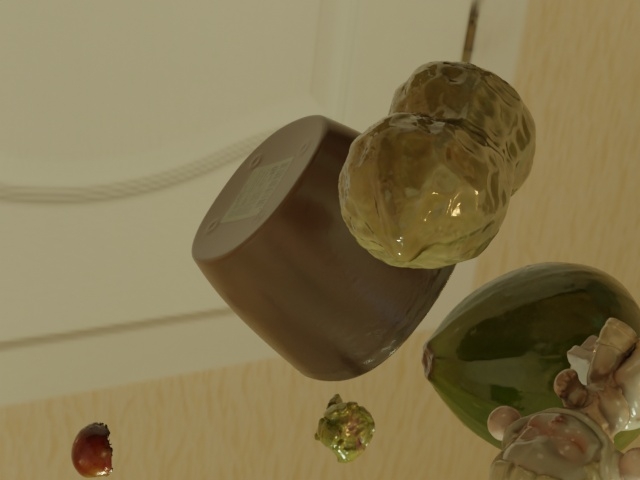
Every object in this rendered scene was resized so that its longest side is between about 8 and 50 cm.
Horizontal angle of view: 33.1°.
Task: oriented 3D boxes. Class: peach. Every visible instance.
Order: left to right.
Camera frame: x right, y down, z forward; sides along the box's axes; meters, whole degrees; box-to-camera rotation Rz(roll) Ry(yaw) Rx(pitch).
[{"bbox_3d":[-0.385,0.353,1.805,0.061,0.098,0.098,-2,-154,-31],"label":"peach"}]

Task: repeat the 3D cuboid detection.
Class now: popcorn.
[{"bbox_3d":[0.041,0.315,1.795,0.096,0.109,0.089,-28,-163,-14],"label":"popcorn"}]

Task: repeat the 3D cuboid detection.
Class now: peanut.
[{"bbox_3d":[0.091,-0.061,0.812,0.120,0.136,0.298,-20,-168,24],"label":"peanut"}]

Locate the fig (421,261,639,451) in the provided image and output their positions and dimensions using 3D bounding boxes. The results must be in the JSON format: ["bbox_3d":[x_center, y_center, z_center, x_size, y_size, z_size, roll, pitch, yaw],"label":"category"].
[{"bbox_3d":[0.302,0.176,1.525,0.316,0.316,0.316,6,-156,-3],"label":"fig"}]

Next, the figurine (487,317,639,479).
[{"bbox_3d":[0.255,0.210,1.094,0.182,0.145,0.256,35,-114,28],"label":"figurine"}]

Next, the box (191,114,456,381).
[{"bbox_3d":[0.000,0.000,1.294,0.216,0.301,0.301,40,-166,-23],"label":"box"}]
